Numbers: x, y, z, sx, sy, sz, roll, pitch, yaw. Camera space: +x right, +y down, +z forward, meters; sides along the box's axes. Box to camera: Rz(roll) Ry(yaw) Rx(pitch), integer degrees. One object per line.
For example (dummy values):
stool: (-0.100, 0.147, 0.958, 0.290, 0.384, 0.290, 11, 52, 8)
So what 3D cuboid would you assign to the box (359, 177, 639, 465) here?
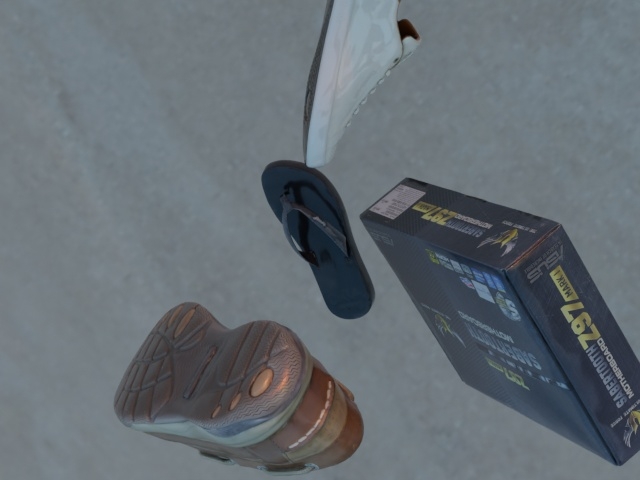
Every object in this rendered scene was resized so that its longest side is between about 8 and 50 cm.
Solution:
box: (0.139, 0.054, 1.116, 0.183, 0.059, 0.232, 56, 167, -23)

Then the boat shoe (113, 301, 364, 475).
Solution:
boat shoe: (-0.072, 0.131, 1.210, 0.116, 0.123, 0.324, 37, 168, -23)

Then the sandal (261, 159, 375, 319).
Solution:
sandal: (0.001, 0.000, 2.062, 0.097, 0.054, 0.254, -22, 107, 29)

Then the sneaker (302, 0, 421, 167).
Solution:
sneaker: (0.053, -0.207, 1.798, 0.123, 0.106, 0.290, 9, 123, -10)
